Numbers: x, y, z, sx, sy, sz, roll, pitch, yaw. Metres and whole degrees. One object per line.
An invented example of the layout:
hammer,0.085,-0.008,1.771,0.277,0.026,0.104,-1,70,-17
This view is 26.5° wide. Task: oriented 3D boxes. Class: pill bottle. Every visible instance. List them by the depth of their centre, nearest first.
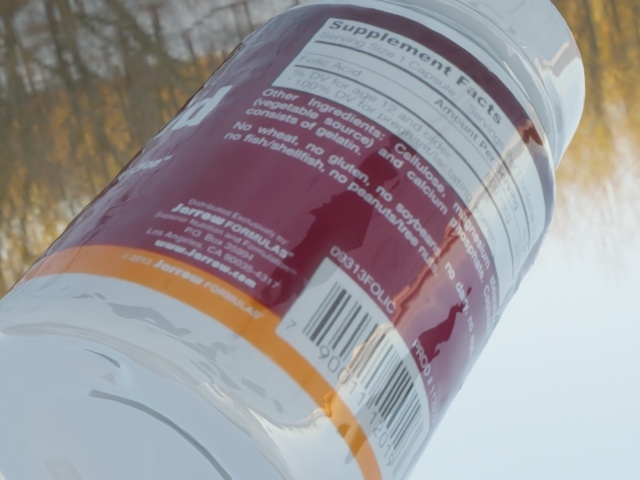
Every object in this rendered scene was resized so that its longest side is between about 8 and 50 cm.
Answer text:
pill bottle,0.000,0.000,0.781,0.224,0.224,0.392,-8,-147,39
